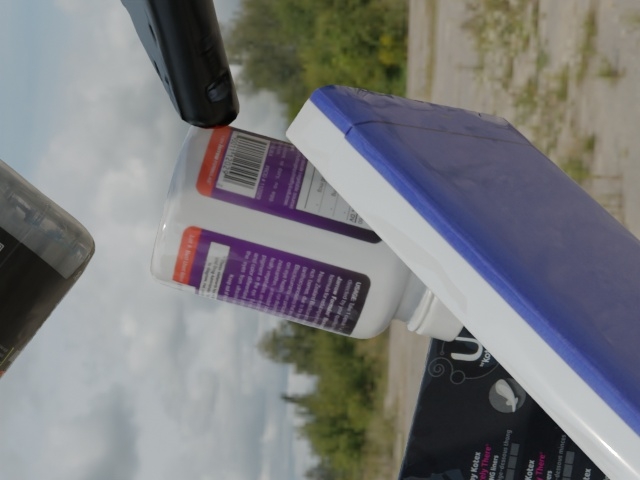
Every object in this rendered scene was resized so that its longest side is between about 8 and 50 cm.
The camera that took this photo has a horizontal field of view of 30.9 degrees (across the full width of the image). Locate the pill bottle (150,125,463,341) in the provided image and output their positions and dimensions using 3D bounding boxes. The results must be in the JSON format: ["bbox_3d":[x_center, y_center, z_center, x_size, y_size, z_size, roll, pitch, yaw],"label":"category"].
[{"bbox_3d":[0.000,0.000,0.726,0.108,0.193,0.108,-164,90,-87],"label":"pill bottle"}]

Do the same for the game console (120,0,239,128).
[{"bbox_3d":[-0.128,-0.288,0.551,0.386,0.060,0.342,78,166,-50],"label":"game console"}]

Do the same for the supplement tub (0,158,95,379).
[{"bbox_3d":[-0.390,0.076,1.097,0.338,0.207,0.207,-53,-10,-11],"label":"supplement tub"}]

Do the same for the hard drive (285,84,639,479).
[{"bbox_3d":[0.147,0.042,0.582,0.210,0.318,0.040,0,-49,-54],"label":"hard drive"}]

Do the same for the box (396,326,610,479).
[{"bbox_3d":[0.213,0.159,0.835,0.165,0.270,0.143,59,-139,-56],"label":"box"}]
